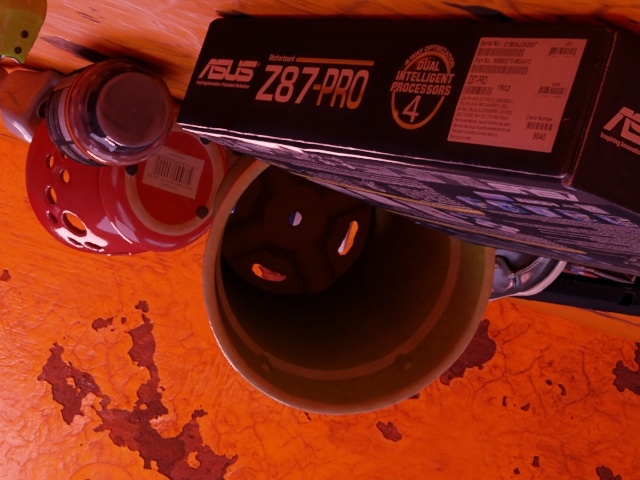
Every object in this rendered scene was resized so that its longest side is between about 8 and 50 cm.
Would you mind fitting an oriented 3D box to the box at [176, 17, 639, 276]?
[{"bbox_3d":[0.137,-0.050,0.903,0.318,0.097,0.395,21,175,-35],"label":"box"}]

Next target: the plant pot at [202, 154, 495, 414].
[{"bbox_3d":[0.000,0.000,1.349,0.276,0.276,0.254,18,-171,-17],"label":"plant pot"}]

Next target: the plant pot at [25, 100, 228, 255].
[{"bbox_3d":[-0.215,-0.072,1.548,0.191,0.191,0.174,20,173,-40],"label":"plant pot"}]

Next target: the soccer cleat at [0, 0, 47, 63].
[{"bbox_3d":[-0.280,-0.178,1.101,0.060,0.072,0.179,20,176,-38],"label":"soccer cleat"}]

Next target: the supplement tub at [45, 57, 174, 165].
[{"bbox_3d":[-0.204,-0.124,1.331,0.106,0.106,0.198,18,177,-21],"label":"supplement tub"}]

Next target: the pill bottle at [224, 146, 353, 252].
[{"bbox_3d":[-0.048,-0.051,1.705,0.186,0.112,0.112,16,177,3],"label":"pill bottle"}]

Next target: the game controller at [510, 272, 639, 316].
[{"bbox_3d":[0.302,0.037,1.646,0.319,0.067,0.166,10,-164,-31],"label":"game controller"}]

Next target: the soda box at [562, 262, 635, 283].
[{"bbox_3d":[0.272,0.005,1.432,0.053,0.060,0.169,20,177,-22],"label":"soda box"}]

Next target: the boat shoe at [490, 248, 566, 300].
[{"bbox_3d":[0.186,0.021,1.449,0.079,0.084,0.233,4,162,-28],"label":"boat shoe"}]

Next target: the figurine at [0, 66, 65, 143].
[{"bbox_3d":[-0.338,-0.159,1.690,0.215,0.092,0.209,21,179,-43],"label":"figurine"}]
